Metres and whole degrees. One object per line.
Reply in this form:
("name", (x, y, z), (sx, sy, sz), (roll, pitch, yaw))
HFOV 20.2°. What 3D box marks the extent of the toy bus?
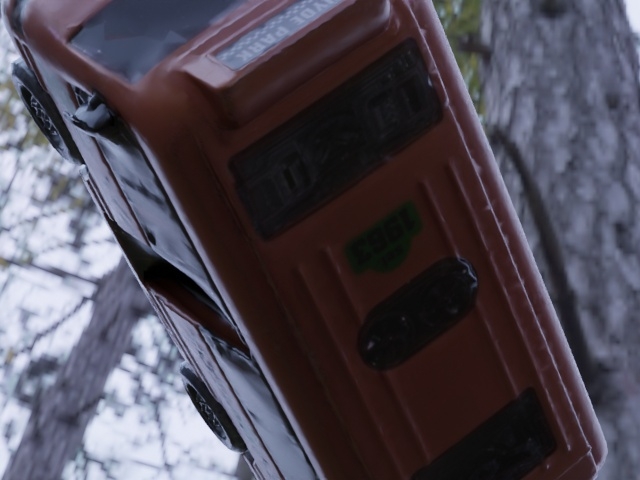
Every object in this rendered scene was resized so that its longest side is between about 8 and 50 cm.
("toy bus", (0.000, 0.000, 1.046), (0.203, 0.233, 0.427), (-35, -55, -14))
